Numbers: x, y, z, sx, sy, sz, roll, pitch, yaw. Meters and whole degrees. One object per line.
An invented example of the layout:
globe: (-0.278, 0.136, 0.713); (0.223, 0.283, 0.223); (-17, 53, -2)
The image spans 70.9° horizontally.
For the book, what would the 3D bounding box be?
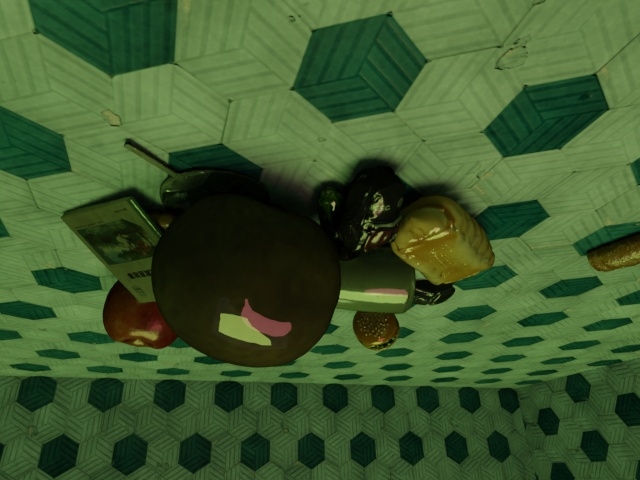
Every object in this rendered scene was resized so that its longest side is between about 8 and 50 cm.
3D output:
book: (-0.399, 0.030, 0.983); (0.215, 0.025, 0.282); (-10, 130, 26)

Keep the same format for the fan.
fan: (-0.213, -0.101, 0.875); (0.223, 0.012, 0.294); (-2, 154, 0)

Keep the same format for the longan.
longan: (-0.139, 0.072, 0.876); (0.361, 0.360, 0.361); (-2, 153, -1)

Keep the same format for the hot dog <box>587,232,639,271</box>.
hot dog: (0.817, 0.013, 1.113); (0.083, 0.068, 0.289); (25, 144, -30)

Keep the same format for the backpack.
backpack: (0.100, -0.055, 0.849); (0.120, 0.106, 0.165); (-22, 145, -30)

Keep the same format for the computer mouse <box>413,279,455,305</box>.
computer mouse: (0.320, 0.165, 1.375); (0.192, 0.062, 0.105); (-1, 152, -6)

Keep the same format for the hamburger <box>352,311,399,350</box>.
hamburger: (0.187, 0.287, 1.506); (0.162, 0.162, 0.115); (-8, 152, 11)

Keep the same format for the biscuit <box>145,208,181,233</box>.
biscuit: (-0.320, 0.014, 1.048); (0.154, 0.045, 0.299); (1, 155, 7)

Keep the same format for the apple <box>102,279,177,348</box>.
apple: (-0.461, 0.182, 1.209); (0.218, 0.201, 0.218); (4, 155, 2)

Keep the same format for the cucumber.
cucumber: (0.036, -0.031, 0.959); (0.075, 0.074, 0.241); (-7, 145, 10)

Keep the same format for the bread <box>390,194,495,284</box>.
bread: (0.265, -0.001, 0.985); (0.173, 0.121, 0.311); (-22, 147, 24)

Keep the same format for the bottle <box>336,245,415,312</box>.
bottle: (0.048, 0.090, 1.110); (0.347, 0.168, 0.168); (3, 153, -1)
